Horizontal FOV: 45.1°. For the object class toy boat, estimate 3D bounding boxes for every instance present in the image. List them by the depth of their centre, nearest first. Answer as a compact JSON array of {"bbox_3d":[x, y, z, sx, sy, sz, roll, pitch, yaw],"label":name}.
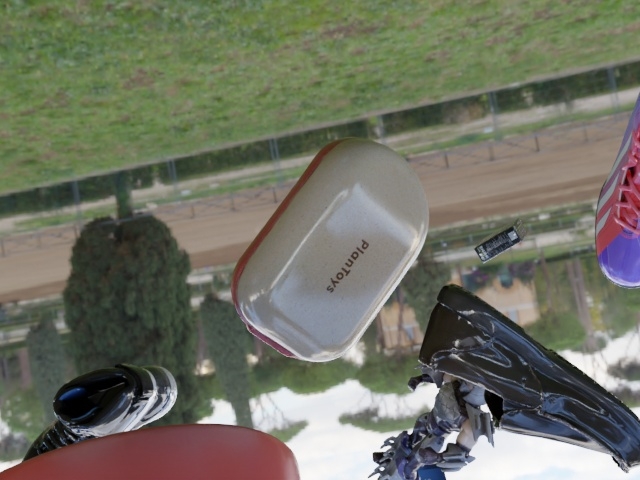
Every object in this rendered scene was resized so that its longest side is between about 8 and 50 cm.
[{"bbox_3d":[0.000,0.000,0.793,0.151,0.231,0.151,40,174,-30],"label":"toy boat"}]

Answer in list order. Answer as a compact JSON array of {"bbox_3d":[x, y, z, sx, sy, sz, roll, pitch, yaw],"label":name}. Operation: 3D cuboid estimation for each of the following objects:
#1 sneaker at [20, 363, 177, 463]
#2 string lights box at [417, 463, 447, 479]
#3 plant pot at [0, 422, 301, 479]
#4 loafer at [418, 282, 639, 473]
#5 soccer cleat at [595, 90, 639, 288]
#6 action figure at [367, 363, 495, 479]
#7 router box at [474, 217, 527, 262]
[{"bbox_3d":[-0.268,0.200,0.821,0.217,0.079,0.121,-39,158,3],"label":"sneaker"},{"bbox_3d":[0.206,0.523,1.436,0.077,0.259,0.133,-7,136,-4],"label":"string lights box"},{"bbox_3d":[-0.115,0.296,0.522,0.275,0.243,0.275,-13,144,-10],"label":"plant pot"},{"bbox_3d":[0.169,0.123,0.621,0.078,0.220,0.080,-54,-177,4],"label":"loafer"},{"bbox_3d":[0.400,-0.089,0.930,0.109,0.318,0.116,22,-161,27],"label":"soccer cleat"},{"bbox_3d":[0.166,0.283,1.147,0.099,0.185,0.285,24,124,-11],"label":"action figure"},{"bbox_3d":[0.377,-0.001,1.603,0.092,0.038,0.122,-34,176,22],"label":"router box"}]
